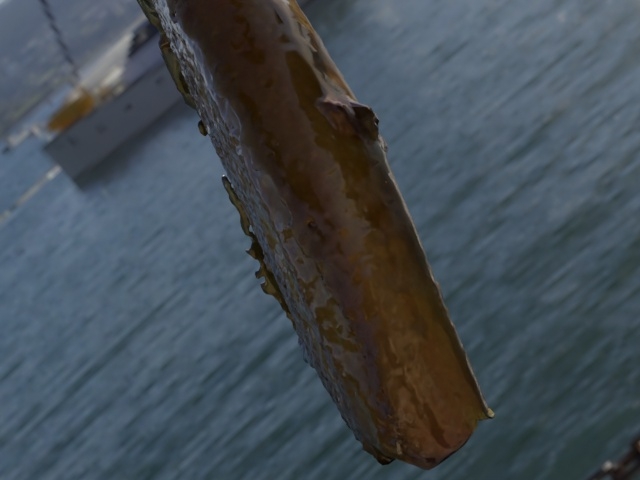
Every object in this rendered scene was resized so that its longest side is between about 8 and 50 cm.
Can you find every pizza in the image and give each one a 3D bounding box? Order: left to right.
[{"bbox_3d":[0.000,0.000,0.403,0.036,0.176,0.185,-25,53,-5],"label":"pizza"}]
